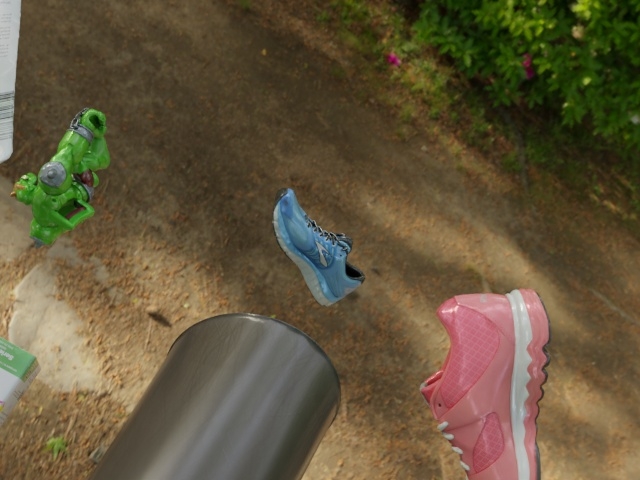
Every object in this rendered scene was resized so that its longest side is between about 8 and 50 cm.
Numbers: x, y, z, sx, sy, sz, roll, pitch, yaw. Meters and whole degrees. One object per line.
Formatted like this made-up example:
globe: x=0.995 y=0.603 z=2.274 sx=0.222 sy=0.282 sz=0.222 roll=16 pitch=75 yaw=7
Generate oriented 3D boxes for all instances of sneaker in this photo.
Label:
sneaker: x=0.183 y=0.208 z=0.785 sx=0.136 sy=0.116 sz=0.313 roll=3 pitch=93 yaw=7
sneaker: x=0.000 y=0.000 z=0.778 sx=0.162 sy=0.073 sz=0.063 roll=57 pitch=19 yaw=-30

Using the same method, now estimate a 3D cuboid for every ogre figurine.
ogre figurine: x=-0.329 y=-0.070 z=0.868 sx=0.097 sy=0.197 sz=0.118 roll=42 pitch=38 yaw=-16

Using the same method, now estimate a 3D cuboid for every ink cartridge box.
ink cartridge box: x=-0.822 y=0.392 z=1.637 sx=0.117 sy=0.201 sz=0.278 roll=32 pitch=64 yaw=-6

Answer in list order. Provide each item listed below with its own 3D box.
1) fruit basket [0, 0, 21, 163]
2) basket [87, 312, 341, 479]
fruit basket: x=-0.408 y=-0.156 z=0.532 sx=0.327 sy=0.165 sz=0.352 roll=-8 pitch=48 yaw=-13
basket: x=-0.100 y=0.193 z=0.505 sx=0.154 sy=0.204 sz=0.226 roll=39 pitch=38 yaw=-7
